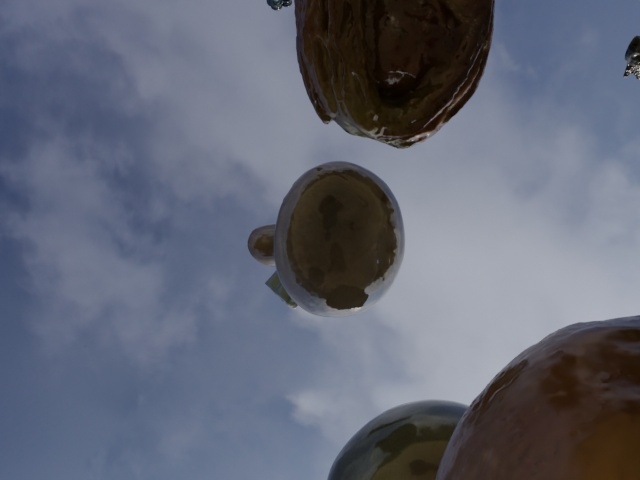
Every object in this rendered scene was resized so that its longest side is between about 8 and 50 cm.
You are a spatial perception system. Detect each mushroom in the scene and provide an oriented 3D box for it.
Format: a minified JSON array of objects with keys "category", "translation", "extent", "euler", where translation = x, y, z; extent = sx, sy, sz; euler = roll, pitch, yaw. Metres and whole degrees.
[{"category":"mushroom","translation":[0.000,0.000,0.916],"extent":[0.207,0.215,0.208],"euler":[4,-96,-52]}]

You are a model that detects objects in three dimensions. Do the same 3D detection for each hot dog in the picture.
[{"category":"hot dog","translation":[0.051,-0.209,0.550],"extent":[0.175,0.114,0.259],"euler":[-1,-109,-28]}]

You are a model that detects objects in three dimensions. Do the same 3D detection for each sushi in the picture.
[{"category":"sushi","translation":[0.366,-0.195,0.754],"extent":[0.046,0.083,0.044],"euler":[33,-72,28]}]

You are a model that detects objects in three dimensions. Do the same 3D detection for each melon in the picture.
[{"category":"melon","translation":[0.150,0.343,0.891],"extent":[0.268,0.330,0.269],"euler":[-4,-100,23]}]

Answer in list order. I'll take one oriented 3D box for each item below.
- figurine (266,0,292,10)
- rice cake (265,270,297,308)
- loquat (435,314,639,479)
[{"category":"figurine","translation":[-0.076,-0.462,1.188],"extent":[0.077,0.136,0.079],"euler":[-22,-130,-11]},{"category":"rice cake","translation":[-0.006,0.014,1.183],"extent":[0.222,0.080,0.042],"euler":[-51,-46,-11]},{"category":"loquat","translation":[0.220,0.206,0.410],"extent":[0.328,0.328,0.329],"euler":[3,-99,-19]}]
